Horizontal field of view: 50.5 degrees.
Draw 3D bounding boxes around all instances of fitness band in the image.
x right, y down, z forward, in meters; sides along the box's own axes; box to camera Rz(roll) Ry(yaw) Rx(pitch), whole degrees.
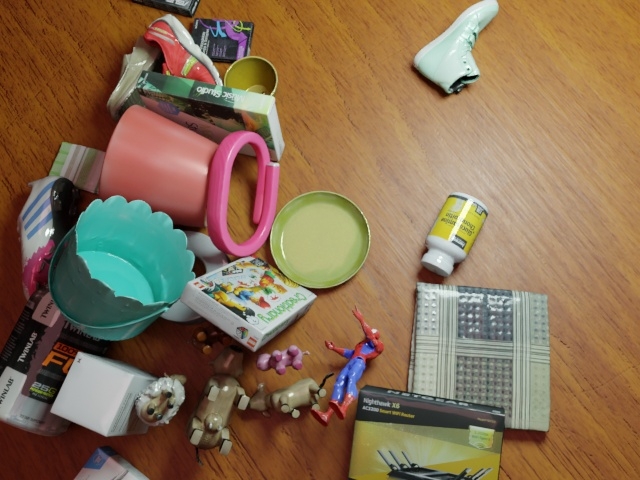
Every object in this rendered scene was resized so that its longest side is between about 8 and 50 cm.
[{"bbox_3d":[-0.177,-0.107,1.573,0.054,0.209,0.290,10,98,29],"label":"fitness band"}]

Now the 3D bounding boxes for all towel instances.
[{"bbox_3d":[0.360,0.266,1.540,0.312,0.056,0.324,5,74,3],"label":"towel"},{"bbox_3d":[-0.615,-0.187,1.749,0.152,0.023,0.113,15,75,11],"label":"towel"}]

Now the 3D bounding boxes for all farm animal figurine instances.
[{"bbox_3d":[-0.187,0.329,1.490,0.330,0.172,0.326,41,80,-13],"label":"farm animal figurine"}]

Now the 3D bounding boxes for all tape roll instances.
[{"bbox_3d":[-0.319,0.090,1.624,0.219,0.072,0.219,-1,75,5],"label":"tape roll"}]

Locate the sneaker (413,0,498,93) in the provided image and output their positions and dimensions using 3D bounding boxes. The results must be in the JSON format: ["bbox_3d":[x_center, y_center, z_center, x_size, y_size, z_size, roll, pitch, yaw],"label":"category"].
[{"bbox_3d":[0.376,-0.476,1.695,0.256,0.094,0.151,-41,70,4],"label":"sneaker"}]

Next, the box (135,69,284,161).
[{"bbox_3d":[-0.256,-0.295,1.632,0.322,0.232,0.058,12,71,8],"label":"box"}]

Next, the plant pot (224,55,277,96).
[{"bbox_3d":[-0.168,-0.383,1.719,0.134,0.095,0.134,-1,76,5],"label":"plant pot"}]

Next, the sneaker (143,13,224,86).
[{"bbox_3d":[-0.340,-0.433,1.720,0.118,0.107,0.279,-39,93,-7],"label":"sneaker"}]

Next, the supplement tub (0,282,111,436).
[{"bbox_3d":[-0.601,0.250,1.538,0.207,0.207,0.338,21,79,10],"label":"supplement tub"}]

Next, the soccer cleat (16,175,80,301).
[{"bbox_3d":[-0.687,0.001,1.671,0.143,0.116,0.331,0,74,23],"label":"soccer cleat"}]

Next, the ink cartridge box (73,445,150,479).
[{"bbox_3d":[-0.453,0.558,1.522,0.180,0.060,0.104,34,80,12],"label":"ink cartridge box"}]

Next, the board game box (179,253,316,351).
[{"bbox_3d":[-0.148,0.127,1.488,0.193,0.305,0.053,33,109,11],"label":"board game box"}]

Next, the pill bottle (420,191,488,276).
[{"bbox_3d":[0.308,-0.012,1.580,0.103,0.103,0.184,27,79,11],"label":"pill bottle"}]

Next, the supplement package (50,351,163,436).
[{"bbox_3d":[-0.452,0.338,1.483,0.139,0.244,0.133,20,78,10],"label":"supplement package"}]

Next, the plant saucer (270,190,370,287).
[{"bbox_3d":[0.000,0.000,1.638,0.241,0.037,0.240,-1,75,5],"label":"plant saucer"}]

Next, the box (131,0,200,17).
[{"bbox_3d":[-0.404,-0.716,1.850,0.191,0.045,0.184,18,76,10],"label":"box"}]

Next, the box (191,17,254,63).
[{"bbox_3d":[-0.264,-0.529,1.799,0.162,0.029,0.116,5,76,7],"label":"box"}]

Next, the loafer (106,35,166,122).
[{"bbox_3d":[-0.480,-0.423,1.759,0.092,0.102,0.268,23,70,12],"label":"loafer"}]

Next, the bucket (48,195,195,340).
[{"bbox_3d":[-0.427,0.066,1.447,0.281,0.281,0.183,53,125,14],"label":"bucket"}]

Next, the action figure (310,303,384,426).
[{"bbox_3d":[0.051,0.254,1.474,0.091,0.280,0.139,-32,99,39],"label":"action figure"}]

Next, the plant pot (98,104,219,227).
[{"bbox_3d":[-0.357,-0.156,1.604,0.243,0.275,0.274,18,78,-2],"label":"plant pot"}]

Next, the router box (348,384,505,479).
[{"bbox_3d":[0.222,0.455,1.436,0.309,0.081,0.242,6,88,15],"label":"router box"}]
